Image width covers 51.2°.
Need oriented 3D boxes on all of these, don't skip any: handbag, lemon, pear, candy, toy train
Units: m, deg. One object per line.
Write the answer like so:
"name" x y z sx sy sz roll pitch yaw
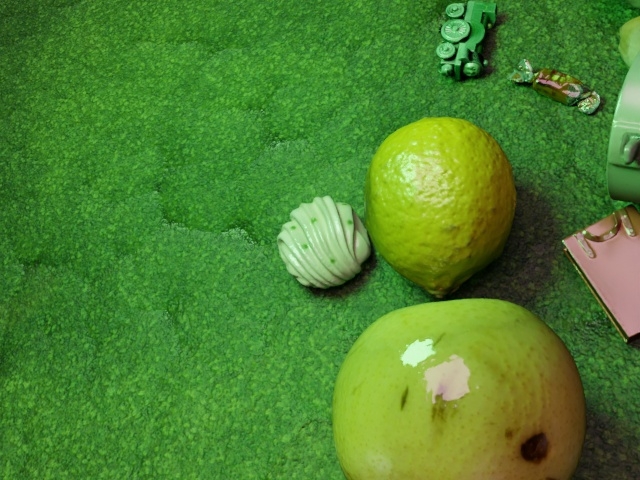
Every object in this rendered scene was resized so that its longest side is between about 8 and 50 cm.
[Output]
"handbag" 0.484 0.049 1.050 0.127 0.063 0.190 -28 61 7
"lemon" 0.195 -0.060 1.110 0.254 0.253 0.310 -3 80 20
"pear" 0.183 0.238 0.918 0.349 0.348 0.348 -9 62 18
"candy" 0.434 -0.291 1.246 0.182 0.046 0.053 31 81 29
"toy train" 0.292 -0.403 1.348 0.105 0.071 0.178 9 67 14

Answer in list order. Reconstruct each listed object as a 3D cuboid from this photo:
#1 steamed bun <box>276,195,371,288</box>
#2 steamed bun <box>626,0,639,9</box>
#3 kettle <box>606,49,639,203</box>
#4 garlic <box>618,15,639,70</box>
"steamed bun" 0.000 0.000 1.240 0.183 0.106 0.182 -9 60 17
"steamed bun" 0.657 -0.536 1.166 0.320 0.275 0.206 -45 63 39
"kettle" 0.604 -0.124 0.908 0.377 0.249 0.361 17 28 34
"garlic" 0.694 -0.364 1.131 0.339 0.151 0.196 -14 48 14
